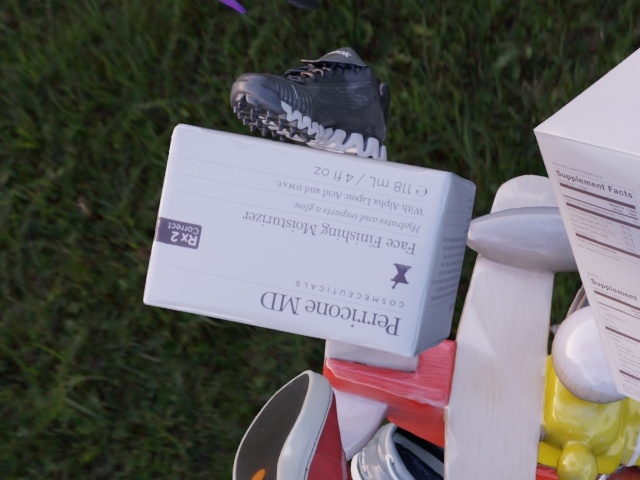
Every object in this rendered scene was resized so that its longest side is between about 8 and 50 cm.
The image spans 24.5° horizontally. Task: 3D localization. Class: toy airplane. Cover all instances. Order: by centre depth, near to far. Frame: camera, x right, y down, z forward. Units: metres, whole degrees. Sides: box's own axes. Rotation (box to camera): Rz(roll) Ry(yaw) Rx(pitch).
[{"bbox_3d":[0.183,0.131,1.344,0.384,0.272,0.386,-20,71,-35],"label":"toy airplane"}]

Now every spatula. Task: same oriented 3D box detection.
[{"bbox_3d":[-0.068,-0.249,1.460,0.084,0.296,0.030,34,108,20],"label":"spatula"}]

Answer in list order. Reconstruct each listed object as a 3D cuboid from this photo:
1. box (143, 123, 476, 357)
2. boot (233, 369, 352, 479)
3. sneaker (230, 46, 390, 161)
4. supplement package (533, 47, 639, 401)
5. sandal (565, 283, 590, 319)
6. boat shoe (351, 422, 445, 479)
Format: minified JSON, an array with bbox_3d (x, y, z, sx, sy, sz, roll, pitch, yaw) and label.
[{"bbox_3d":[0.000,0.000,0.988,0.181,0.182,0.119,11,92,11],"label":"box"},{"bbox_3d":[0.016,0.231,1.233,0.176,0.244,0.088,39,120,-19],"label":"boot"},{"bbox_3d":[-0.003,-0.140,1.408,0.078,0.234,0.106,11,86,35],"label":"sneaker"},{"bbox_3d":[0.327,-0.009,1.117,0.199,0.262,0.198,-37,32,-23],"label":"supplement package"},{"bbox_3d":[0.295,0.133,1.623,0.060,0.090,0.219,18,80,31],"label":"sandal"},{"bbox_3d":[0.171,0.318,1.610,0.319,0.099,0.116,42,51,11],"label":"boat shoe"}]
